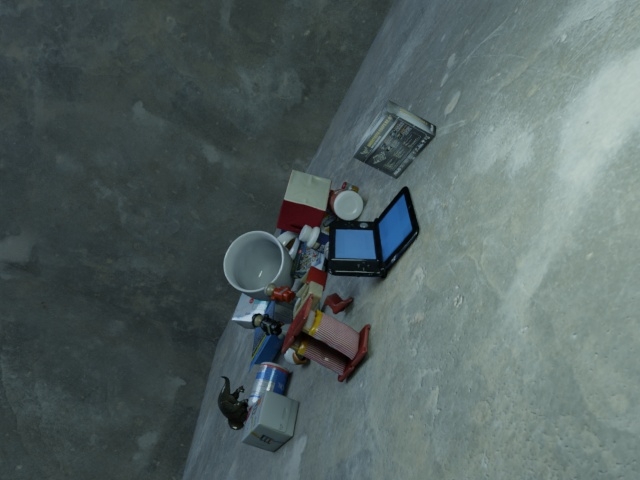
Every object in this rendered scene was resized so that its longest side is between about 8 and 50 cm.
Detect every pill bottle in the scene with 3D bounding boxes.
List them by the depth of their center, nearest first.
[{"bbox_3d":[-0.206,0.594,1.765,0.124,0.124,0.222,-45,24,56],"label":"pill bottle"},{"bbox_3d":[0.000,0.000,1.908,0.094,0.169,0.094,-59,14,26],"label":"pill bottle"},{"bbox_3d":[0.095,-0.154,1.917,0.121,0.121,0.216,-65,14,4],"label":"pill bottle"}]

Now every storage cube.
[{"bbox_3d":[-0.071,-0.158,1.965,0.193,0.183,0.215,112,172,-53],"label":"storage cube"}]

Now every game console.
[{"bbox_3d":[0.151,-0.038,1.410,0.293,0.249,0.174,-86,-2,-57],"label":"game console"}]

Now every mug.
[{"bbox_3d":[-0.219,0.105,2.102,0.374,0.276,0.328,-48,-23,-7],"label":"mug"}]

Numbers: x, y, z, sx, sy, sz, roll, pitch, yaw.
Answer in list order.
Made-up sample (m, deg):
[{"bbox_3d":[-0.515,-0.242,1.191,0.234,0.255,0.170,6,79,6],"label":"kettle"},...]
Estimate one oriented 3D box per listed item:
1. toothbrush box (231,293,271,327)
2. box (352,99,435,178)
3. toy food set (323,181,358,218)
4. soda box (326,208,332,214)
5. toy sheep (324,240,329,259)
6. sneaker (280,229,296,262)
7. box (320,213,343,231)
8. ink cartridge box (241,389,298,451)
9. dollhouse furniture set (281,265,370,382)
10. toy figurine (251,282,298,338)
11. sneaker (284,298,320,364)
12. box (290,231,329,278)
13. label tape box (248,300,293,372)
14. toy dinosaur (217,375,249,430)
[{"bbox_3d":[-0.316,0.324,2.470,0.216,0.126,0.296,-1,58,34],"label":"toothbrush box"},{"bbox_3d":[0.240,-0.328,1.524,0.231,0.182,0.056,-51,19,49],"label":"box"},{"bbox_3d":[0.074,-0.191,2.101,0.232,0.104,0.111,-54,17,42],"label":"toy food set"},{"bbox_3d":[0.005,-0.095,2.220,0.287,0.097,0.091,-69,14,-17],"label":"soda box"},{"bbox_3d":[0.056,0.039,1.813,0.091,0.091,0.132,-56,-2,36],"label":"toy sheep"},{"bbox_3d":[-0.119,-0.008,2.294,0.297,0.111,0.131,82,-152,-45],"label":"sneaker"},{"bbox_3d":[0.034,-0.073,2.035,0.136,0.028,0.081,-27,38,8],"label":"box"},{"bbox_3d":[-0.173,0.622,1.576,0.176,0.127,0.128,-53,18,40],"label":"ink cartridge box"},{"bbox_3d":[0.030,0.212,1.384,0.152,0.201,0.374,-58,9,29],"label":"dollhouse furniture set"},{"bbox_3d":[-0.159,0.293,1.882,0.148,0.209,0.213,13,80,38],"label":"toy figurine"},{"bbox_3d":[-0.044,0.319,1.704,0.123,0.105,0.291,-17,57,61],"label":"sneaker"},{"bbox_3d":[-0.029,0.055,2.018,0.159,0.044,0.233,-8,49,30],"label":"box"},{"bbox_3d":[-0.225,0.445,2.139,0.241,0.105,0.334,-60,14,20],"label":"label tape box"},{"bbox_3d":[-0.381,0.735,2.025,0.160,0.314,0.121,-26,32,4],"label":"toy dinosaur"}]
